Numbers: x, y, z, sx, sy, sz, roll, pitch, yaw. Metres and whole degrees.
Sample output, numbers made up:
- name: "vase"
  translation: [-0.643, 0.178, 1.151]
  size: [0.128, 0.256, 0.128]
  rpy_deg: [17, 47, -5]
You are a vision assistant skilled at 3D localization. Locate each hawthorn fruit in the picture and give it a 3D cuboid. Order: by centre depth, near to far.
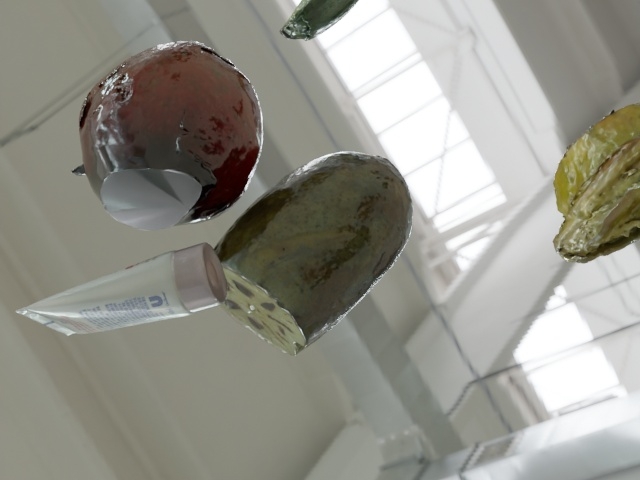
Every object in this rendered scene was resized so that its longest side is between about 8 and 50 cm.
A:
- name: "hawthorn fruit"
  translation: [-0.225, -0.154, 1.793]
  size: [0.316, 0.316, 0.316]
  rpy_deg: [29, -132, -37]

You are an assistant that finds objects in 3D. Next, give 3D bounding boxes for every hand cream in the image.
- name: "hand cream"
  translation: [-0.245, 0.075, 1.484]
  size: [0.133, 0.247, 0.083]
  rpy_deg: [52, -155, -64]

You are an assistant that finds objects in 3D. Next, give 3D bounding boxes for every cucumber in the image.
- name: "cucumber"
  translation: [0.044, -0.527, 2.407]
  size: [0.105, 0.145, 0.325]
  rpy_deg: [42, -117, -14]

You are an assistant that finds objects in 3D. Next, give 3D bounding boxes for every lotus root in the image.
- name: "lotus root"
  translation: [0.000, 0.000, 1.842]
  size: [0.346, 0.250, 0.250]
  rpy_deg: [-41, -77, -24]

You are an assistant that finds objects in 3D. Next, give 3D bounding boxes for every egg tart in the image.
- name: "egg tart"
  translation: [0.394, -0.082, 1.481]
  size: [0.288, 0.288, 0.118]
  rpy_deg: [-3, -129, -52]
